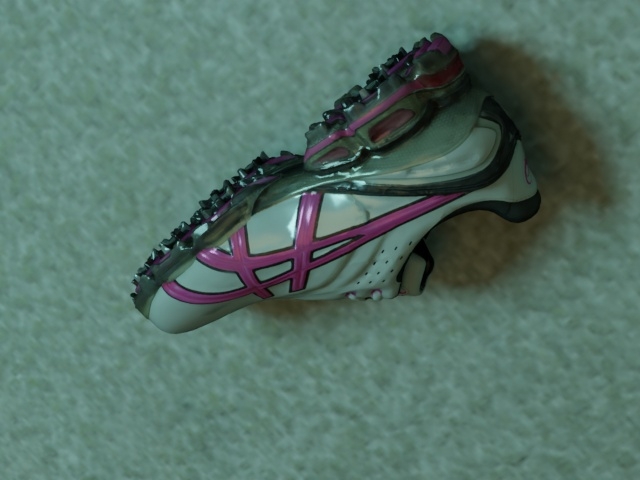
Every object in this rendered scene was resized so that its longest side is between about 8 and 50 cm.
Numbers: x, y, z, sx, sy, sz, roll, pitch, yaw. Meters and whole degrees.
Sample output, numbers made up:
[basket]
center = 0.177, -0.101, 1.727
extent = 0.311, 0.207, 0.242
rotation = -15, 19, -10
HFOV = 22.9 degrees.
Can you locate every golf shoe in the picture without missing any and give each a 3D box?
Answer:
[golf shoe]
center = 0.000, 0.000, 0.629
extent = 0.186, 0.067, 0.086
rotation = -32, 101, 34
